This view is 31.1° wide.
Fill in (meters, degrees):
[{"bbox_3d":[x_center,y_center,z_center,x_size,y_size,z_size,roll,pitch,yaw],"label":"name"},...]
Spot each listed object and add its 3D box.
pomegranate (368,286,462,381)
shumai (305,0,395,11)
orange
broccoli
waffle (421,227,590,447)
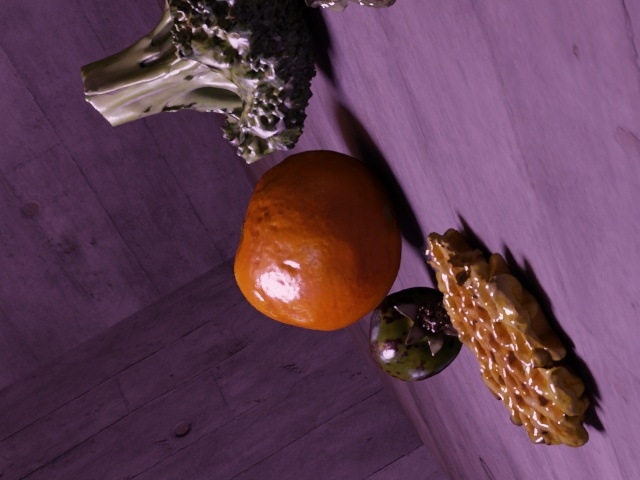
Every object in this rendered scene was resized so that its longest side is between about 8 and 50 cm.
[{"bbox_3d":[0.142,0.137,1.661,0.148,0.148,0.169,60,176,-3],"label":"pomegranate"},{"bbox_3d":[0.022,-0.239,1.047,0.082,0.080,0.083,53,169,42],"label":"shumai"},{"bbox_3d":[0.000,0.000,1.659,0.261,0.261,0.261,59,175,9],"label":"orange"},{"bbox_3d":[-0.147,-0.267,1.534,0.375,0.302,0.249,59,-144,-52],"label":"broccoli"},{"bbox_3d":[0.209,0.106,1.305,0.281,0.058,0.301,60,173,0],"label":"waffle"}]
